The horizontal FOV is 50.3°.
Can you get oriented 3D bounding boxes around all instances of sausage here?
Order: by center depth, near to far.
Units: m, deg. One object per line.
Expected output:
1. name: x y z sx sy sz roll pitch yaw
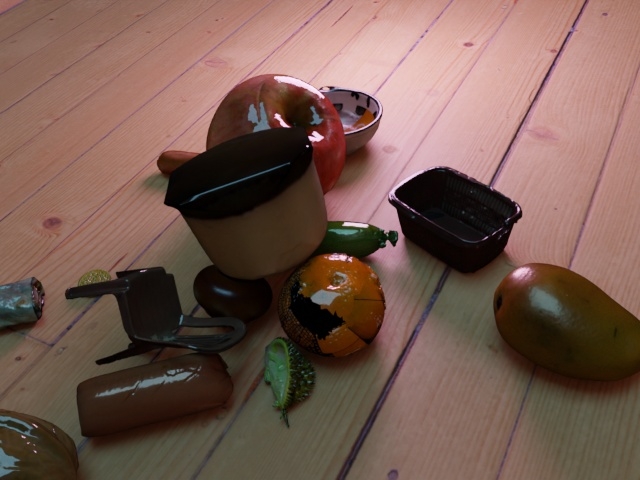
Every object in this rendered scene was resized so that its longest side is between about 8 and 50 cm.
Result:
1. sausage: -0.327 0.302 1.357 0.304 0.121 0.121 -13 41 -7
2. sausage: -0.392 -0.222 1.998 0.197 0.076 0.076 9 44 21

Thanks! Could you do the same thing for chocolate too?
1. chocolate: -0.128 -0.060 1.459 0.314 0.297 0.326 -23 22 0

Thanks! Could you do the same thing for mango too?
1. mango: 0.492 0.167 1.339 0.317 0.173 0.211 26 45 18

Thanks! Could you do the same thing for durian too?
1. durian: -0.065 0.276 1.395 0.100 0.086 0.215 -41 36 15

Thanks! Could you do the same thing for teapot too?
1. teapot: -0.209 0.126 1.544 0.178 0.135 0.252 15 13 -24

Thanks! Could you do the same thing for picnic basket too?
1. picnic basket: 0.318 -0.048 1.637 0.222 0.129 0.297 -32 47 -26

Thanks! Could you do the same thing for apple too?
1. apple: -0.122 -0.237 1.762 0.363 0.364 0.364 -5 41 4

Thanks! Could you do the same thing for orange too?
1. orange: 0.026 0.136 1.444 0.234 0.182 0.234 7 45 -7

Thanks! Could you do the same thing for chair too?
1. chair: -0.330 0.145 1.396 0.326 0.183 0.175 -11 6 27

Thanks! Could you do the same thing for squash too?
1. squash: 0.000 0.000 1.661 0.378 0.101 0.101 0 42 8

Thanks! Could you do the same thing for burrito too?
1. burrito: -0.783 0.158 1.625 0.228 0.089 0.144 -14 39 -9

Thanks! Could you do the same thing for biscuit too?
1. biscuit: -0.561 0.105 1.692 0.084 0.023 0.084 -5 41 4

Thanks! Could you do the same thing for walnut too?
1. walnut: -0.560 0.410 1.209 0.261 0.225 0.225 1 42 3

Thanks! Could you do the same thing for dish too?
1. dish: 0.045 -0.336 2.015 0.303 0.120 0.303 -4 40 3
